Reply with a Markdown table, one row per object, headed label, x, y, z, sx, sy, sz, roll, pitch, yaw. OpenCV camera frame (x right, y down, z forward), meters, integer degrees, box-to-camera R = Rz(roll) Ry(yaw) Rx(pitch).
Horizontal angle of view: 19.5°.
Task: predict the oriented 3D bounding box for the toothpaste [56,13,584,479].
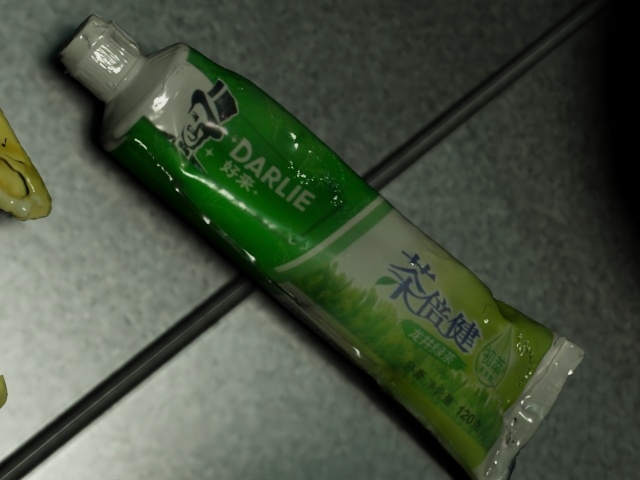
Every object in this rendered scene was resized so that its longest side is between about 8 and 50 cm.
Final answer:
| label | x | y | z | sx | sy | sz | roll | pitch | yaw |
| --- | --- | --- | --- | --- | --- | --- | --- | --- | --- |
| toothpaste | 0.000 | 0.000 | 0.720 | 0.248 | 0.047 | 0.078 | 41 | 70 | -17 |

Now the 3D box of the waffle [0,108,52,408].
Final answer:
| label | x | y | z | sx | sy | sz | roll | pitch | yaw |
| --- | --- | --- | --- | --- | --- | --- | --- | --- | --- |
| waffle | -0.220 | -0.013 | 0.610 | 0.250 | 0.056 | 0.261 | -30 | 98 | -26 |
